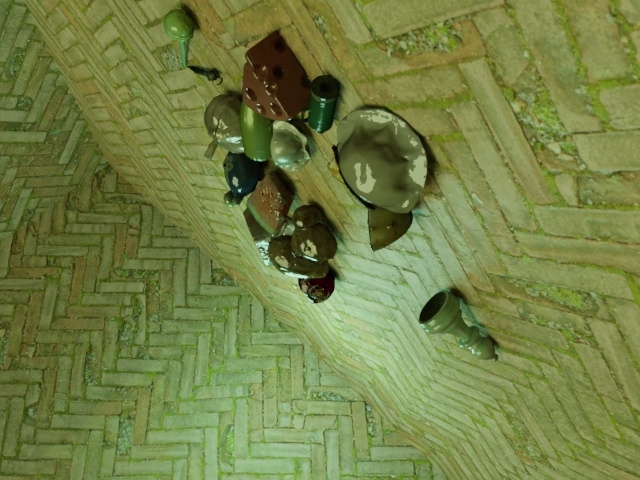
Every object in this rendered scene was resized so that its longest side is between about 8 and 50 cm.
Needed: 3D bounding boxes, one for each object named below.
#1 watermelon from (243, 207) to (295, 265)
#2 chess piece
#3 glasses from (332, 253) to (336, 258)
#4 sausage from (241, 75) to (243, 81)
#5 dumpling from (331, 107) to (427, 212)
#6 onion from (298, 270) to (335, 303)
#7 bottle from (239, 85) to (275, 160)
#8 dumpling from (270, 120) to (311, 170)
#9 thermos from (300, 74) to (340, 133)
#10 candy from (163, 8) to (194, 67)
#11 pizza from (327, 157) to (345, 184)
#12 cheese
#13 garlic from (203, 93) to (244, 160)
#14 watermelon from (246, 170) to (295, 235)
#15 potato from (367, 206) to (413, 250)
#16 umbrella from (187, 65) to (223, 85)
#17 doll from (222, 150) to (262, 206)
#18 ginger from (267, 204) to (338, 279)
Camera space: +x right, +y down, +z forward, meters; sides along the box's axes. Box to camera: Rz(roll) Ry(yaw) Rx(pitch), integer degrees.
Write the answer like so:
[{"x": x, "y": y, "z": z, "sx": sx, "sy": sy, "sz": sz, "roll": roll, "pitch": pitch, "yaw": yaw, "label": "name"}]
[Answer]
[{"x": -0.179, "y": -0.028, "z": 2.382, "sx": 0.310, "sy": 0.193, "sz": 0.232, "roll": 65, "pitch": 175, "yaw": -11, "label": "watermelon"}, {"x": 0.436, "y": 0.280, "z": 1.758, "sx": 0.271, "sy": 0.139, "sz": 0.139, "roll": 39, "pitch": 161, "yaw": -12, "label": "chess piece"}, {"x": 0.000, "y": 0.000, "z": 2.205, "sx": 0.140, "sy": 0.062, "sz": 0.104, "roll": 32, "pitch": 133, "yaw": 34, "label": "glasses"}, {"x": -0.214, "y": -0.453, "z": 1.802, "sx": 0.024, "sy": 0.024, "sz": 0.132, "roll": 30, "pitch": 152, "yaw": 38, "label": "sausage"}, {"x": 0.133, "y": -0.191, "z": 1.419, "sx": 0.293, "sy": 0.163, "sz": 0.204, "roll": 57, "pitch": 165, "yaw": 7, "label": "dumpling"}, {"x": -0.012, "y": 0.148, "z": 2.387, "sx": 0.173, "sy": 0.135, "sz": 0.198, "roll": 43, "pitch": -153, "yaw": -44, "label": "onion"}, {"x": -0.190, "y": -0.363, "z": 1.760, "sx": 0.112, "sy": 0.112, "sz": 0.260, "roll": 37, "pitch": 151, "yaw": 25, "label": "bottle"}, {"x": -0.087, "y": -0.286, "z": 1.762, "sx": 0.127, "sy": 0.108, "sz": 0.188, "roll": 12, "pitch": 134, "yaw": 11, "label": "dumpling"}, {"x": 0.002, "y": -0.338, "z": 1.509, "sx": 0.073, "sy": 0.083, "sz": 0.188, "roll": 40, "pitch": 160, "yaw": 11, "label": "thermos"}, {"x": -0.448, "y": -0.637, "z": 1.883, "sx": 0.335, "sy": 0.093, "sz": 0.092, "roll": 136, "pitch": 134, "yaw": -78, "label": "candy"}, {"x": 0.064, "y": -0.210, "z": 1.700, "sx": 0.123, "sy": 0.026, "sz": 0.108, "roll": 38, "pitch": 155, "yaw": 30, "label": "pizza"}, {"x": -0.100, "y": -0.407, "z": 1.537, "sx": 0.177, "sy": 0.128, "sz": 0.203, "roll": 41, "pitch": 155, "yaw": 11, "label": "cheese"}, {"x": -0.319, "y": -0.356, "z": 1.924, "sx": 0.218, "sy": 0.212, "sz": 0.218, "roll": 34, "pitch": 158, "yaw": 16, "label": "garlic"}, {"x": -0.168, "y": -0.156, "z": 2.137, "sx": 0.193, "sy": 0.140, "sz": 0.257, "roll": 46, "pitch": 150, "yaw": 15, "label": "watermelon"}, {"x": 0.191, "y": -0.064, "z": 1.578, "sx": 0.202, "sy": 0.117, "sz": 0.182, "roll": 33, "pitch": -127, "yaw": -76, "label": "potato"}, {"x": -0.379, "y": -0.560, "z": 1.934, "sx": 0.044, "sy": 0.044, "sz": 0.269, "roll": 31, "pitch": -175, "yaw": -44, "label": "umbrella"}, {"x": -0.294, "y": -0.246, "z": 2.129, "sx": 0.154, "sy": 0.228, "sz": 0.258, "roll": 1, "pitch": 170, "yaw": -2, "label": "doll"}, {"x": -0.050, "y": 0.016, "z": 2.100, "sx": 0.244, "sy": 0.155, "sz": 0.304, "roll": 38, "pitch": 128, "yaw": 3, "label": "ginger"}]
